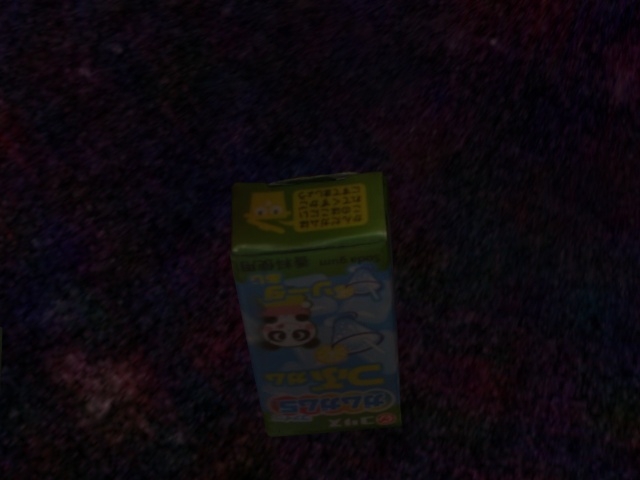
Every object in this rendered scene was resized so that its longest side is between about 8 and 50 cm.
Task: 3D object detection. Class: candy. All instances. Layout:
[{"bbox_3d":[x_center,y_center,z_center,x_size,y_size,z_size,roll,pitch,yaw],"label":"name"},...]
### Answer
[{"bbox_3d":[0.001,0.045,0.870,0.097,0.062,0.194,-6,137,2],"label":"candy"}]

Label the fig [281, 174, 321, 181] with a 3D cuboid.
[{"bbox_3d":[-0.009,0.010,1.159,0.128,0.150,0.128,1,77,-2],"label":"fig"}]

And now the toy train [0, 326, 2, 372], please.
[{"bbox_3d":[-0.364,0.126,1.449,0.038,0.056,0.093,-4,78,12],"label":"toy train"}]
